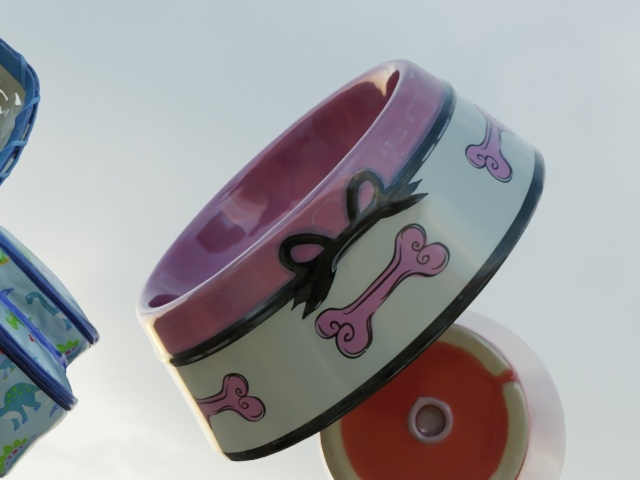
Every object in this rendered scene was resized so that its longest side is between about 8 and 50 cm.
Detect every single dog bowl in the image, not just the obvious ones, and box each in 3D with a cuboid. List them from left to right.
[{"bbox_3d":[0.000,0.000,1.147,0.150,0.408,0.408,48,-43,-14],"label":"dog bowl"}]

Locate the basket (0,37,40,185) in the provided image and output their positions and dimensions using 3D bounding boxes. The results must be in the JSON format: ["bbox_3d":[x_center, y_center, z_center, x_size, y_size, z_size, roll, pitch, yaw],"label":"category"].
[{"bbox_3d":[-0.330,-0.120,1.012,0.201,0.255,0.289,33,-39,-15],"label":"basket"}]

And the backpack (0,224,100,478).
[{"bbox_3d":[-0.150,0.040,0.544,0.105,0.084,0.114,51,-9,-25],"label":"backpack"}]

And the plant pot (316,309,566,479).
[{"bbox_3d":[0.113,0.185,1.255,0.275,0.275,0.243,1,-10,9],"label":"plant pot"}]
